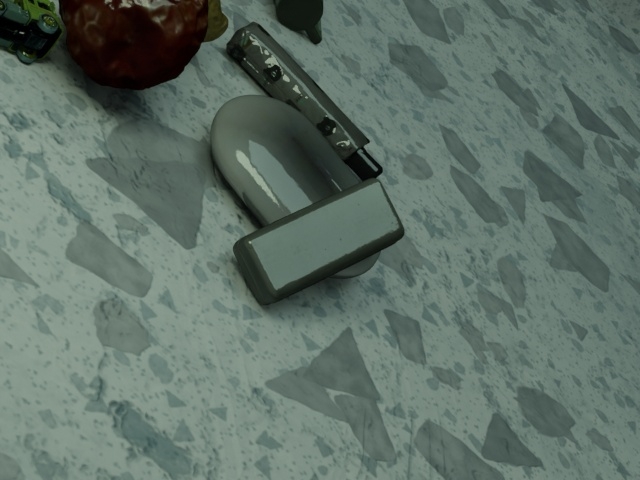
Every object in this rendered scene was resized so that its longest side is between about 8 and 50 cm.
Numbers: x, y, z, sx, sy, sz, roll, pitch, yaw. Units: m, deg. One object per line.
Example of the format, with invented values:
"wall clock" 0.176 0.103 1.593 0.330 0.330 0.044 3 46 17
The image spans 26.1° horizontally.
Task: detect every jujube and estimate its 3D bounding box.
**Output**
"jujube" -0.261 -0.323 1.956 0.213 0.213 0.232 34 17 -20

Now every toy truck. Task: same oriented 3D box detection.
"toy truck" -0.440 -0.315 1.871 0.169 0.077 0.100 15 43 -39

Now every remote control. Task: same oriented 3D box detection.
"remote control" -0.034 -0.083 2.070 0.332 0.103 0.221 51 40 8

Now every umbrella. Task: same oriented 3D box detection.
"umbrella" -0.022 -0.226 2.296 0.337 0.067 0.073 46 43 0

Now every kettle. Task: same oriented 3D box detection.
"kettle" -0.041 -0.455 2.542 0.098 0.127 0.148 2 46 -8

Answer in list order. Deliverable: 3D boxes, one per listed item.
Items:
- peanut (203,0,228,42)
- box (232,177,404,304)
"peanut" -0.239 -0.404 2.146 0.233 0.110 0.196 37 -12 -25
"box" 0.000 0.000 1.945 0.243 0.055 0.103 -25 87 -30
